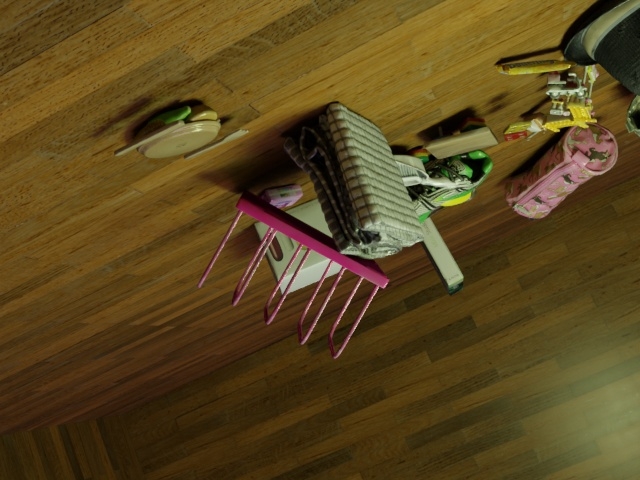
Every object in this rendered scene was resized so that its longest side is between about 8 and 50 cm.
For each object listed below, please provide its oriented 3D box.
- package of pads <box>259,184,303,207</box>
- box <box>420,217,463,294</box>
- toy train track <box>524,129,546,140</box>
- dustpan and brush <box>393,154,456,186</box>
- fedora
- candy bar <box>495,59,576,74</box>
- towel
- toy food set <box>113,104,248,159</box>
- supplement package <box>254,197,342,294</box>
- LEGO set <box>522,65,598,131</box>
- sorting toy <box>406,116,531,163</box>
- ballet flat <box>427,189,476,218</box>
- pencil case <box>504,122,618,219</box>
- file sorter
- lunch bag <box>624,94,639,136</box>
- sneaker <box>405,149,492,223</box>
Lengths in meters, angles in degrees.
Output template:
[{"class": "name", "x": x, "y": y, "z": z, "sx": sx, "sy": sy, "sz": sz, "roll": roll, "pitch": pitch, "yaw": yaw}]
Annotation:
[{"class": "package of pads", "x": -0.081, "y": -0.086, "z": 1.658, "sx": 0.083, "sy": 0.032, "sz": 0.050, "roll": -14, "pitch": 163, "yaw": -36}, {"class": "box", "x": 0.363, "y": 0.044, "z": 2.547, "sx": 0.058, "sy": 0.232, "sz": 0.322, "roll": -29, "pitch": 168, "yaw": 5}, {"class": "toy train track", "x": 0.547, "y": -0.269, "z": 2.073, "sx": 0.048, "sy": 0.014, "sz": 0.083, "roll": -12, "pitch": 164, "yaw": -41}, {"class": "dustpan and brush", "x": 0.196, "y": -0.138, "z": 1.756, "sx": 0.211, "sy": 0.060, "sz": 0.147, "roll": -6, "pitch": 170, "yaw": -26}, {"class": "fedora", "x": 0.606, "y": -0.356, "z": 1.495, "sx": 0.334, "sy": 0.152, "sz": 0.334, "roll": -22, "pitch": 168, "yaw": -5}, {"class": "candy bar", "x": 0.392, "y": -0.316, "z": 1.504, "sx": 0.161, "sy": 0.018, "sz": 0.040, "roll": -9, "pitch": -155, "yaw": -24}, {"class": "towel", "x": 0.064, "y": -0.089, "z": 1.450, "sx": 0.121, "sy": 0.235, "sz": 0.283, "roll": -24, "pitch": 168, "yaw": 20}, {"class": "toy food set", "x": -0.199, "y": -0.154, "z": 1.170, "sx": 0.132, "sy": 0.038, "sz": 0.192, "roll": -21, "pitch": 175, "yaw": 22}, {"class": "supplement package", "x": 0.000, "y": 0.000, "z": 1.906, "sx": 0.262, "sy": 0.145, "sz": 0.204, "roll": -23, "pitch": 168, "yaw": -5}, {"class": "LEGO set", "x": 0.524, "y": -0.308, "z": 1.761, "sx": 0.132, "sy": 0.107, "sz": 0.287, "roll": 11, "pitch": 174, "yaw": 5}, {"class": "sorting toy", "x": 0.299, "y": -0.219, "z": 1.711, "sx": 0.274, "sy": 0.046, "sz": 0.132, "roll": -13, "pitch": 171, "yaw": 19}, {"class": "ballet flat", "x": 0.304, "y": -0.103, "z": 2.253, "sx": 0.250, "sy": 0.058, "sz": 0.084, "roll": -24, "pitch": -156, "yaw": 26}, {"class": "pencil case", "x": 0.662, "y": -0.189, "z": 2.300, "sx": 0.160, "sy": 0.167, "sz": 0.386, "roll": 14, "pitch": 158, "yaw": -11}, {"class": "file sorter", "x": -0.056, "y": 0.062, "z": 1.500, "sx": 0.182, "sy": 0.290, "sz": 0.202, "roll": -61, "pitch": -174, "yaw": 5}, {"class": "lunch bag", "x": 0.861, "y": -0.347, "z": 1.963, "sx": 0.287, "sy": 0.169, "sz": 0.235, "roll": -34, "pitch": 165, "yaw": 23}, {"class": "sneaker", "x": 0.253, "y": -0.138, "z": 1.887, "sx": 0.343, "sy": 0.134, "sz": 0.146, "roll": -26, "pitch": 164, "yaw": -36}]
